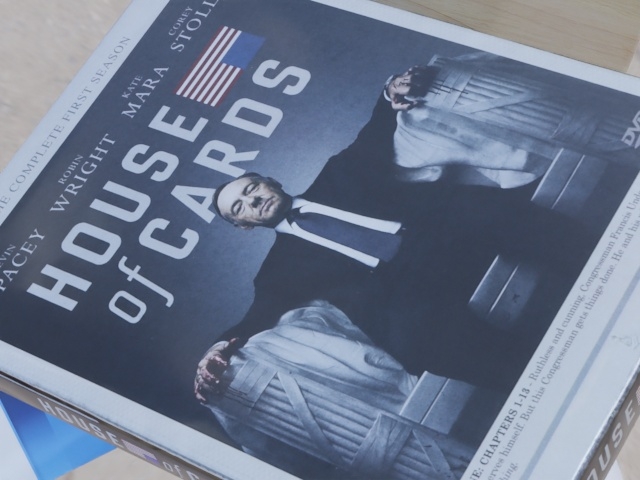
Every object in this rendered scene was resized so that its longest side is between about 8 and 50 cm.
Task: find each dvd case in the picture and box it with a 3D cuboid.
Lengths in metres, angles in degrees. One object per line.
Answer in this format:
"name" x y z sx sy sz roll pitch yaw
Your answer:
"dvd case" 0.000 0.000 0.533 0.239 0.029 0.179 21 65 29

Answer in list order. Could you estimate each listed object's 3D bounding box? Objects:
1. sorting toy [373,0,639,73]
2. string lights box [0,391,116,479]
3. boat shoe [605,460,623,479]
"sorting toy" 0.055 -0.165 0.894 0.257 0.255 0.089 19 62 6
"string lights box" -0.097 0.057 0.945 0.260 0.133 0.076 -26 99 -9
"boat shoe" 0.039 0.072 0.828 0.102 0.301 0.108 -32 41 19
